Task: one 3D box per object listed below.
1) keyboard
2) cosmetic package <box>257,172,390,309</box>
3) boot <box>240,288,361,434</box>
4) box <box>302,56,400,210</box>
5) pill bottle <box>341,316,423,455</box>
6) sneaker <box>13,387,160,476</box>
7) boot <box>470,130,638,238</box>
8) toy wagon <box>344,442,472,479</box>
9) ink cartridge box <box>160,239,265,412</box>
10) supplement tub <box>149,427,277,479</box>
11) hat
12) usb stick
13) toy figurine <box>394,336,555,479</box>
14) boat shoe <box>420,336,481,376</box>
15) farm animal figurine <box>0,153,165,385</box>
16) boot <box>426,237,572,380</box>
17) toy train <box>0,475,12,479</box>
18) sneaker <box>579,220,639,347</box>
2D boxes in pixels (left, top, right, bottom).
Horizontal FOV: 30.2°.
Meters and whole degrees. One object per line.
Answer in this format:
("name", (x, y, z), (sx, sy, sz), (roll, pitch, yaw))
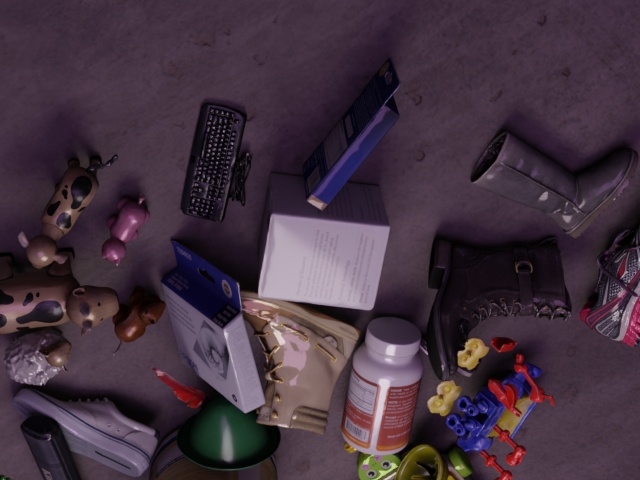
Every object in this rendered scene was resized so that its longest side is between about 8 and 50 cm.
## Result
("keyboard", (-0.155, -0.114, 1.849), (0.100, 0.038, 0.192), (10, 116, -9))
("cosmetic package", (0.000, 0.000, 1.854), (0.183, 0.151, 0.152), (7, 116, -6))
("boot", (-0.078, 0.197, 1.931), (0.261, 0.095, 0.204), (21, 84, -24))
("box", (0.054, -0.162, 1.784), (0.036, 0.136, 0.225), (32, 110, -17))
("pill bottle", (0.107, 0.244, 2.001), (0.121, 0.121, 0.216), (6, 116, -7))
("sneaker", (-0.395, 0.310, 2.021), (0.258, 0.091, 0.094), (27, 141, 3))
("boot", (0.370, -0.115, 1.876), (0.208, 0.076, 0.190), (34, 108, -12))
("toy wagon", (0.165, 0.480, 2.155), (0.267, 0.068, 0.344), (-35, 114, 13))
("ink cartridge box", (-0.179, 0.134, 1.877), (0.045, 0.223, 0.224), (-24, 119, -26))
("supplement tub", (-0.181, 0.476, 1.988), (0.228, 0.316, 0.228), (-2, 117, -3))
("hat", (-0.153, 0.258, 1.945), (0.172, 0.208, 0.184), (12, 116, 17))
("usb stick", (-0.448, 0.402, 2.040), (0.077, 0.045, 0.278), (14, 137, 22))
("toy figurine", (0.304, 0.330, 2.029), (0.217, 0.191, 0.363), (-1, 125, -50))
("boat shoe", (0.220, 0.191, 2.025), (0.125, 0.046, 0.038), (30, 111, -21))
("farm animal figurine", (-0.401, 0.063, 1.844), (0.326, 0.172, 0.330), (-20, 116, 6))
("boot", (0.288, 0.104, 1.893), (0.228, 0.263, 0.091), (5, 155, -1))
("toy train", (-0.583, 0.420, 2.094), (0.083, 0.024, 0.017), (27, 112, -16))
("sneaker", (0.509, 0.026, 1.930), (0.112, 0.121, 0.299), (20, 109, 20))
